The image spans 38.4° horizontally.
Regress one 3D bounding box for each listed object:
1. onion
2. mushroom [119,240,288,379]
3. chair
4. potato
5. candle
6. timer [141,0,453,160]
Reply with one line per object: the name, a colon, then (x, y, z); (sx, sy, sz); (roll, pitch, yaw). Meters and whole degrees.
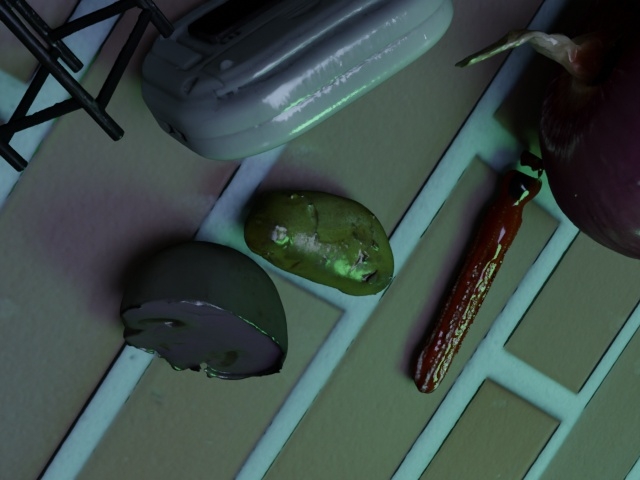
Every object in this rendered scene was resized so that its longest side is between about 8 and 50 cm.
onion: (0.374, -0.166, 0.968); (0.358, 0.358, 0.345); (-49, 124, -3)
mushroom: (-0.109, 0.066, 0.936); (0.188, 0.141, 0.117); (43, 52, -39)
chair: (-0.256, -0.198, 0.698); (0.260, 0.141, 0.155); (50, 42, -37)
potato: (0.000, 0.000, 0.986); (0.188, 0.085, 0.105); (14, 64, -34)
candle: (0.191, 0.043, 1.133); (0.051, 0.048, 0.329); (16, 102, -42)
timer: (-0.030, -0.175, 0.802); (0.262, 0.237, 0.087); (-35, 122, -13)
